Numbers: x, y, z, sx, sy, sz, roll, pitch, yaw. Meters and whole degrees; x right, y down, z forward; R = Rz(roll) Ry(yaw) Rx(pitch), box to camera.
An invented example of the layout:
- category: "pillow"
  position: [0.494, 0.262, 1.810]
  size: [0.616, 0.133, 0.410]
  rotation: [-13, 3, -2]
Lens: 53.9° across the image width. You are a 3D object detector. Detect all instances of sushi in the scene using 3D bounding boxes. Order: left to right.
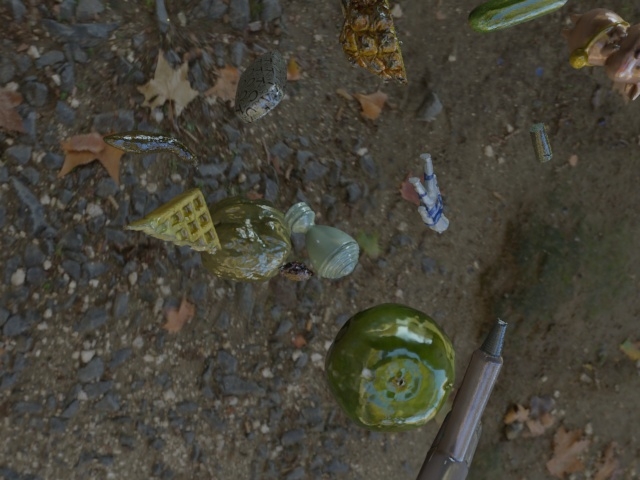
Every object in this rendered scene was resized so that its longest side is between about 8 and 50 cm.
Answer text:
- category: "sushi"
  position: [-0.065, 0.079, 1.690]
  size: [0.100, 0.050, 0.047]
  rotation: [-1, 148, -6]

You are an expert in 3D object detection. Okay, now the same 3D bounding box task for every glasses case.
- category: "glasses case"
  position: [-0.158, -0.416, 1.685]
  size: [0.137, 0.354, 0.085]
  rotation: [-34, 118, 19]

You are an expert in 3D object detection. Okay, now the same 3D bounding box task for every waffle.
- category: "waffle"
  position: [-0.212, 0.002, 0.929]
  size: [0.032, 0.191, 0.125]
  rotation: [-8, 110, 21]

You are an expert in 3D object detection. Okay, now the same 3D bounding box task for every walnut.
- category: "walnut"
  position: [-0.227, -0.001, 1.920]
  size: [0.277, 0.253, 0.281]
  rotation: [3, 64, -14]

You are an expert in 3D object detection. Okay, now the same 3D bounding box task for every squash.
- category: "squash"
  position: [0.426, -0.493, 1.319]
  size: [0.239, 0.069, 0.069]
  rotation: [-18, 113, 7]

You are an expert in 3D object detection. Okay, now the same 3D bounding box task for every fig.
- category: "fig"
  position: [0.130, 0.200, 1.118]
  size: [0.233, 0.314, 0.232]
  rotation: [5, 107, 16]

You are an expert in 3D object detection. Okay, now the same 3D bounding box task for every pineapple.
- category: "pineapple"
  position: [0.107, -0.540, 1.548]
  size: [0.159, 0.161, 0.334]
  rotation: [-8, 94, 15]

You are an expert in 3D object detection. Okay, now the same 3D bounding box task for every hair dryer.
- category: "hair dryer"
  position: [0.170, 0.205, 0.726]
  size: [0.054, 0.195, 0.220]
  rotation: [24, 119, 17]

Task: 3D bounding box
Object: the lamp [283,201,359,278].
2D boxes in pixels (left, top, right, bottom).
- category: "lamp"
  position: [0.000, 0.000, 1.335]
  size: [0.106, 0.106, 0.193]
  rotation: [-46, 71, 5]

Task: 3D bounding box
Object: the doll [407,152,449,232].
- category: "doll"
  position: [0.250, -0.085, 1.454]
  size: [0.057, 0.114, 0.227]
  rotation: [0, 140, 29]

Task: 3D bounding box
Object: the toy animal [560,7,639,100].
- category: "toy animal"
  position: [0.712, -0.476, 1.545]
  size: [0.248, 0.149, 0.165]
  rotation: [36, 116, 13]

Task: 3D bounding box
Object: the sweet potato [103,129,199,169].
- category: "sweet potato"
  position: [-0.249, -0.142, 0.944]
  size: [0.153, 0.038, 0.041]
  rotation: [9, 105, -37]

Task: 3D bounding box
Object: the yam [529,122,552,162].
- category: "yam"
  position: [0.708, -0.311, 2.023]
  size: [0.054, 0.054, 0.132]
  rotation: [-28, 121, -3]
